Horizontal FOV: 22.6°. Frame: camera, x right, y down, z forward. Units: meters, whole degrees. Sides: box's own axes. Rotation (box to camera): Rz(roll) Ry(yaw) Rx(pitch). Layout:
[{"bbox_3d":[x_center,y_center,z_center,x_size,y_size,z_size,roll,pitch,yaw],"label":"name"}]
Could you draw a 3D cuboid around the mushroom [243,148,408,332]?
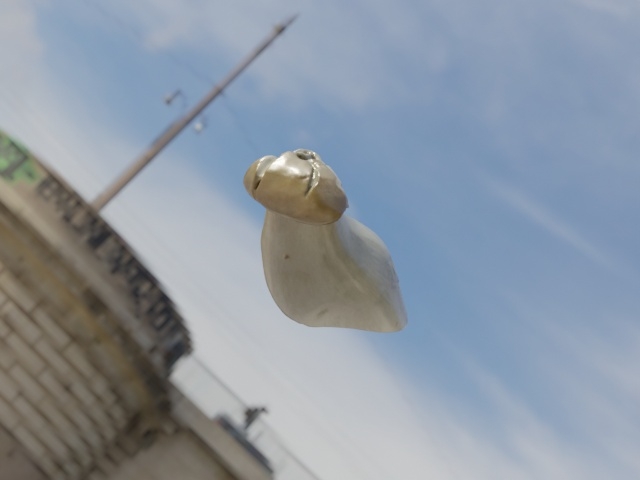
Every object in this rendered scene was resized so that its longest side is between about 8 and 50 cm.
[{"bbox_3d":[0.000,0.000,1.264,0.116,0.093,0.225,14,-32,30],"label":"mushroom"}]
